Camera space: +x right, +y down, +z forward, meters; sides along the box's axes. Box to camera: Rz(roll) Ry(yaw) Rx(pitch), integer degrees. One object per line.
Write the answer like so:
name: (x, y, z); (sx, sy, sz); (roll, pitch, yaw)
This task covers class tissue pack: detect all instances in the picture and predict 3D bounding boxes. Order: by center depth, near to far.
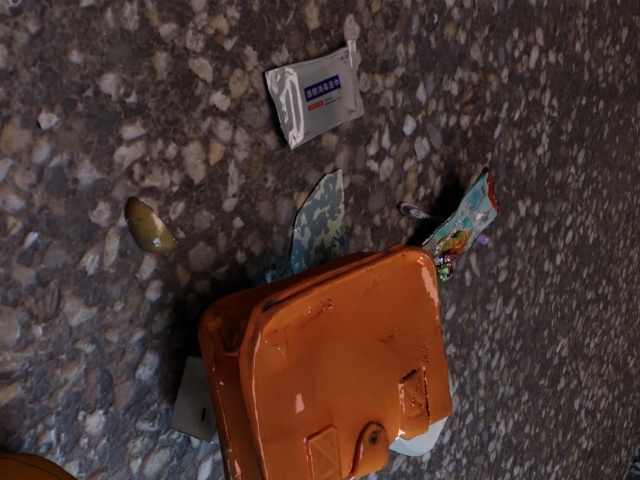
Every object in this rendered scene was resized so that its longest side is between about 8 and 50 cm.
tissue pack: (-0.118, 0.224, 1.010); (0.148, 0.099, 0.106); (20, 79, -49)
tissue pack: (-0.001, -0.220, 1.084); (0.193, 0.026, 0.123); (-33, 123, -40)

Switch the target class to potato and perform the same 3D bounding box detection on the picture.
potato: (-0.211, -0.009, 0.891); (0.036, 0.037, 0.093); (-50, 134, -22)

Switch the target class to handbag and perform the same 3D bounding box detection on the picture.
handbag: (0.029, 0.182, 1.005); (0.410, 0.116, 0.304); (-17, 99, -46)

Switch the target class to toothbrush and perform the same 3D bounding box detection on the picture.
toothbrush: (0.260, -0.029, 1.438); (0.354, 0.029, 0.024); (16, 104, -51)

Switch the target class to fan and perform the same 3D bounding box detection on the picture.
fan: (0.000, 0.000, 1.159); (0.131, 0.009, 0.240); (4, 97, -49)

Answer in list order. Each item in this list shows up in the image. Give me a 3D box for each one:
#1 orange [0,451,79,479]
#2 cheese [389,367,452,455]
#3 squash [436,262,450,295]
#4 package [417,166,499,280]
orange: (-0.323, 0.323, 0.720); (0.182, 0.234, 0.234); (-37, 145, 22)
cheese: (0.150, 0.276, 1.294); (0.198, 0.154, 0.189); (40, 82, -43)
squash: (0.114, 0.115, 1.253); (0.378, 0.101, 0.101); (-24, 118, -45)
package: (0.277, -0.019, 1.413); (0.232, 0.040, 0.166); (-46, 142, -14)
